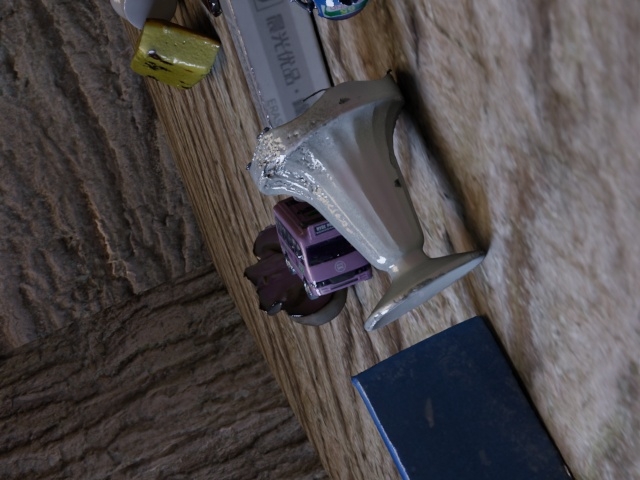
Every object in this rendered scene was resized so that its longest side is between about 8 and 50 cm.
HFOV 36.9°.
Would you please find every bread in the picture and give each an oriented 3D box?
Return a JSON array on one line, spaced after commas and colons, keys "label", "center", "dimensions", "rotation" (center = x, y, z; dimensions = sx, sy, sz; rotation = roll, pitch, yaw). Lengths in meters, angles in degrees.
[{"label": "bread", "center": [-0.284, -0.350, 1.824], "dimensions": [0.361, 0.138, 0.077], "rotation": [-161, 90, -76]}]

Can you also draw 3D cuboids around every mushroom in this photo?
[{"label": "mushroom", "center": [-0.025, 0.063, 1.487], "dimensions": [0.117, 0.141, 0.188], "rotation": [45, -169, -47]}]

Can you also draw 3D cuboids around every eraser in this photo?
[{"label": "eraser", "center": [-0.046, -0.212, 1.089], "dimensions": [0.061, 0.089, 0.352], "rotation": [-124, 13, -59]}, {"label": "eraser", "center": [0.160, 0.237, 0.902], "dimensions": [0.043, 0.144, 0.312], "rotation": [97, 147, -75]}]

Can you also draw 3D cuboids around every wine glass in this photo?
[{"label": "wine glass", "center": [0.048, -0.033, 0.874], "dimensions": [0.197, 0.164, 0.165], "rotation": [56, 168, 10]}]

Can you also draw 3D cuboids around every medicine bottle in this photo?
[{"label": "medicine bottle", "center": [-0.374, -0.521, 1.920], "dimensions": [0.250, 0.131, 0.131], "rotation": [-124, 14, -46]}]

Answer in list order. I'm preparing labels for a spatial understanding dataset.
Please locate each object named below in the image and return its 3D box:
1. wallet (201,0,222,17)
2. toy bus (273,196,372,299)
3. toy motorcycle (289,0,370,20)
[{"label": "wallet", "center": [-0.225, -0.471, 1.562], "dimensions": [0.232, 0.031, 0.122], "rotation": [59, 169, 35]}, {"label": "toy bus", "center": [0.000, 0.000, 1.320], "dimensions": [0.199, 0.096, 0.108], "rotation": [-133, 26, -69]}, {"label": "toy motorcycle", "center": [-0.008, -0.268, 0.783], "dimensions": [0.136, 0.092, 0.255], "rotation": [65, -176, -56]}]
